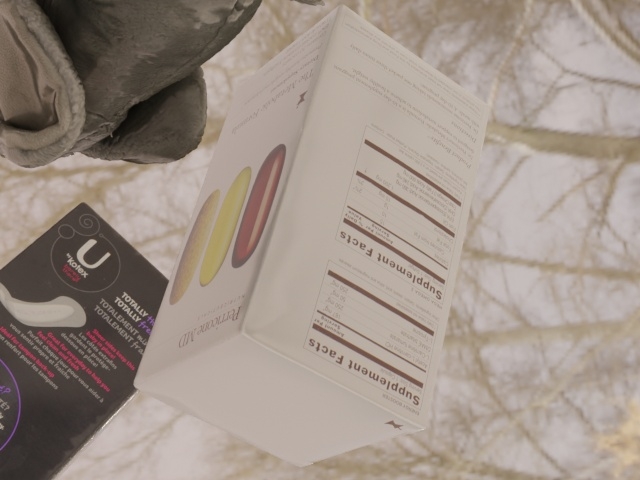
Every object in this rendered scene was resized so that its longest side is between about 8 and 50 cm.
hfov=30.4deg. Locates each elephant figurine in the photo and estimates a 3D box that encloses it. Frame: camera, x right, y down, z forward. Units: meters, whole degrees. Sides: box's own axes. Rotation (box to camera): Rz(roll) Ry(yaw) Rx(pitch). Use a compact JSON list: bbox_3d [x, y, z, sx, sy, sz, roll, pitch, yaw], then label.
[{"bbox_3d":[-0.135,-0.104,0.656,0.169,0.239,0.186,17,-154,-26],"label":"elephant figurine"}]

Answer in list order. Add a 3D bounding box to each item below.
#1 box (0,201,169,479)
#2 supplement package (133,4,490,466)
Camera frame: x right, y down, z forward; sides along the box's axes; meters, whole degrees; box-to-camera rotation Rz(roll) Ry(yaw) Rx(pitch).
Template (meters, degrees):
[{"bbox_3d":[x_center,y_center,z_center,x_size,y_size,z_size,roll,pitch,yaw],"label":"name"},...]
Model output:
[{"bbox_3d":[-0.261,0.122,1.062,0.165,0.143,0.270,44,-131,-1],"label":"box"},{"bbox_3d":[0.000,0.000,0.758,0.134,0.139,0.244,30,-125,-23],"label":"supplement package"}]
